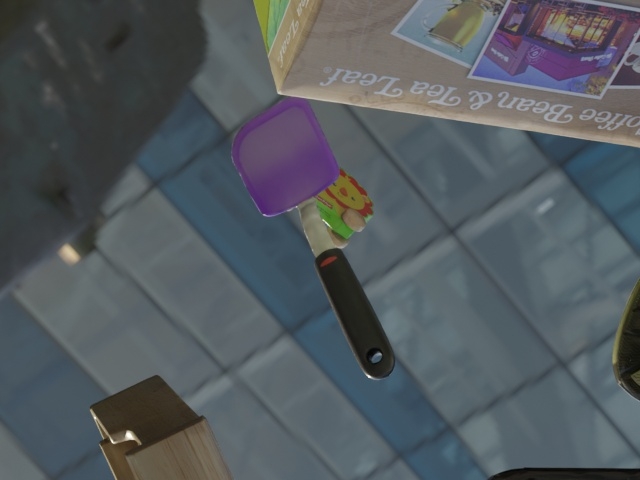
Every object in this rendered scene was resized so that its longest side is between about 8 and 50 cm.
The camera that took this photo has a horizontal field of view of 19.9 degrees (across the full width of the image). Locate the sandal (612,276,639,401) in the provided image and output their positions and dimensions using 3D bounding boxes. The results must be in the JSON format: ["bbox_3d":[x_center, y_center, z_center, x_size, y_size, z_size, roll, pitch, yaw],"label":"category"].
[{"bbox_3d":[0.327,0.010,1.504,0.302,0.120,0.086,-63,-173,-23],"label":"sandal"}]

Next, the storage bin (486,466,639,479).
[{"bbox_3d":[0.210,0.255,1.559,0.180,0.084,0.122,-6,-167,38],"label":"storage bin"}]

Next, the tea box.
[{"bbox_3d":[0.128,-0.252,1.219,0.323,0.329,0.220,-105,-150,-42],"label":"tea box"}]

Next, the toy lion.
[{"bbox_3d":[0.006,-0.044,1.674,0.034,0.100,0.096,-47,-160,27],"label":"toy lion"}]

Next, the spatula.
[{"bbox_3d":[0.000,0.000,1.520,0.084,0.030,0.296,-29,-129,6],"label":"spatula"}]

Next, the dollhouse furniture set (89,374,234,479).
[{"bbox_3d":[-0.160,0.175,0.929,0.242,0.212,0.161,-26,-169,-11],"label":"dollhouse furniture set"}]
